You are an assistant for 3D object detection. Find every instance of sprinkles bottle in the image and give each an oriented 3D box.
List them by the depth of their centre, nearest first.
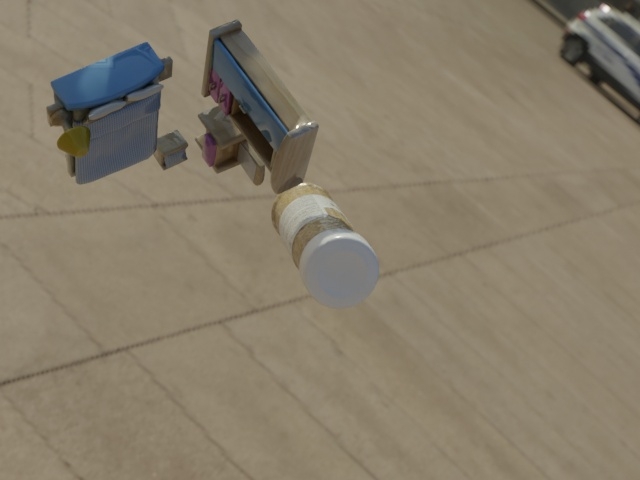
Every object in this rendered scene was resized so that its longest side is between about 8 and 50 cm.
[{"bbox_3d":[0.000,0.000,1.923,0.121,0.121,0.355,32,9,-19],"label":"sprinkles bottle"}]

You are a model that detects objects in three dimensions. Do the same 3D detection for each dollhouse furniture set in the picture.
[{"bbox_3d":[-0.198,-0.103,1.530,0.303,0.286,0.198,-26,68,-23],"label":"dollhouse furniture set"}]
